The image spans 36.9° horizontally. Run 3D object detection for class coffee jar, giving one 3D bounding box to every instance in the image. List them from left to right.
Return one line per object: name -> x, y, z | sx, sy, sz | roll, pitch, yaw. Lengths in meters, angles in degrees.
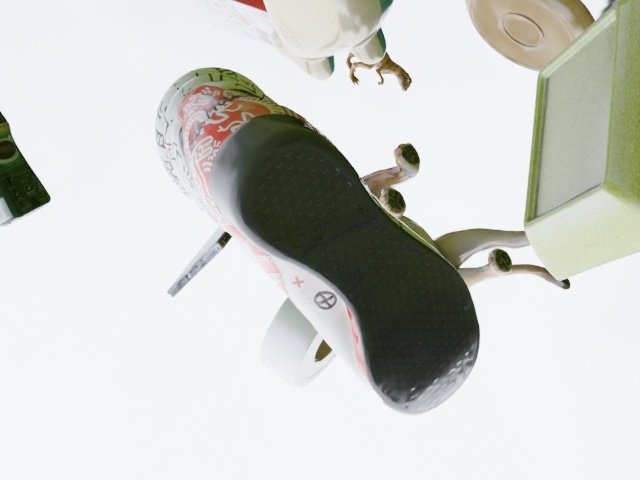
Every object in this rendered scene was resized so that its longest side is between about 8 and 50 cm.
coffee jar -> -0.522, -0.120, 1.553 | 0.096, 0.079, 0.184 | -37, -76, -48

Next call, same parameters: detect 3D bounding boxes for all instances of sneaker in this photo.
sneaker -> 0.001, -0.001, 0.611 | 0.145, 0.090, 0.270 | 42, 175, 48

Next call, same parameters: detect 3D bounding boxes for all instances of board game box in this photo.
board game box -> -0.156, -0.510, 2.121 | 0.316, 0.064, 0.242 | 25, 175, 24

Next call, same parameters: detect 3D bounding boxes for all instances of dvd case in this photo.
dvd case -> -0.127, -0.026, 1.379 | 0.018, 0.164, 0.221 | 41, -132, -7

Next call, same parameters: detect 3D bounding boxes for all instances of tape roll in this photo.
tape roll -> -0.004, 0.173, 2.050 | 0.100, 0.286, 0.286 | 35, -146, 16

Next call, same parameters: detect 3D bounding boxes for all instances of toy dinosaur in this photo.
toy dinosaur -> 0.090, -0.365, 1.849 | 0.211, 0.112, 0.064 | 44, -149, -12

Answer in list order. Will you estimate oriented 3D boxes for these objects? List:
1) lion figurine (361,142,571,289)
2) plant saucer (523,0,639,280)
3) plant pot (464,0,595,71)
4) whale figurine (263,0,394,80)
lion figurine -> 0.091, 0.005, 1.171 | 0.392, 0.240, 0.142 | 31, -128, -23
plant saucer -> 0.196, -0.079, 0.684 | 0.045, 0.188, 0.188 | 10, -103, -10
plant pot -> 0.321, -0.337, 1.497 | 0.236, 0.236, 0.032 | 39, -106, -13
whale figurine -> 0.008, -0.313, 1.222 | 0.216, 0.272, 0.141 | 38, -109, 6
